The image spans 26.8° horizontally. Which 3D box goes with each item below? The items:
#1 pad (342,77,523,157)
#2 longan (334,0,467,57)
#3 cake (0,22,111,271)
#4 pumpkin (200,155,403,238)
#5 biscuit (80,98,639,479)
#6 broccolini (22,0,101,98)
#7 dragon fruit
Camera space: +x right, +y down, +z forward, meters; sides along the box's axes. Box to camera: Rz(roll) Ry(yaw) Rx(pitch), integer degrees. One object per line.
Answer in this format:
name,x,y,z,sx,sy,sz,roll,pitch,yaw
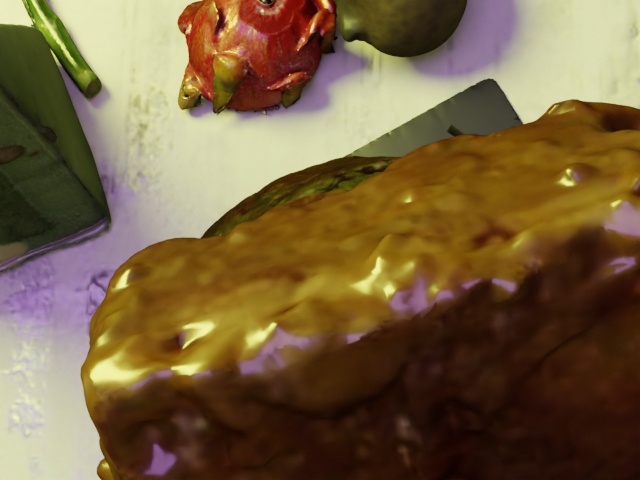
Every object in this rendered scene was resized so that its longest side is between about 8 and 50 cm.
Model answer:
pad,0.117,0.026,0.942,0.159,0.009,0.265,-29,71,1
longan,0.055,-0.185,0.964,0.113,0.092,0.113,0,92,-8
cake,-0.271,-0.107,0.900,0.158,0.283,0.172,-21,65,1
pumpkin,0.000,0.000,0.872,0.312,0.169,0.148,-25,65,1
biscuit,0.086,0.110,0.745,0.395,0.343,0.166,-15,32,-6
broccolini,-0.233,-0.211,1.042,0.051,0.054,0.239,-23,75,-21
dragon fruit,-0.050,-0.155,0.985,0.126,0.068,0.112,-6,74,6
